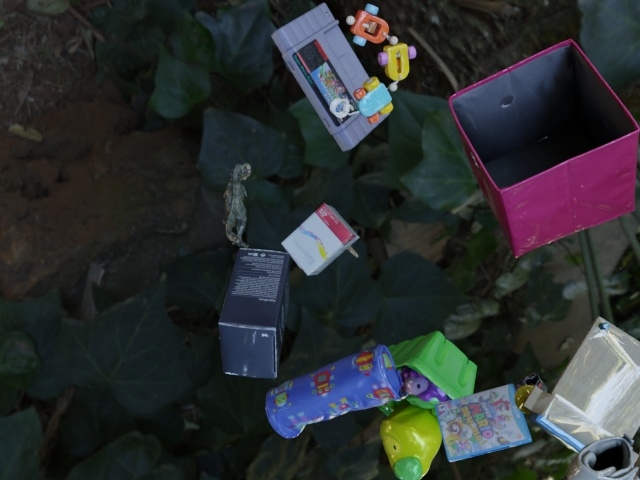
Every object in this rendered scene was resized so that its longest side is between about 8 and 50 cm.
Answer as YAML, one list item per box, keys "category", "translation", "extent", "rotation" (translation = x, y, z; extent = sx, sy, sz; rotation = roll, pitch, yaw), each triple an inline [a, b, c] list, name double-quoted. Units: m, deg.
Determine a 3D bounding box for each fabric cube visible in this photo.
- category: "fabric cube"
  translation: [0.426, -0.168, 1.237]
  extent: [0.259, 0.254, 0.258]
  rotation: [-24, 145, 10]

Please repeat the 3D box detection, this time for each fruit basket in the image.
- category: "fruit basket"
  translation: [0.252, 0.484, 1.861]
  extent: [0.283, 0.392, 0.392]
  rotation: [43, 110, -8]

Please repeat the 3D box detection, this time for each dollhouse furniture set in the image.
- category: "dollhouse furniture set"
  translation: [0.492, 0.229, 1.017]
  extent: [0.286, 0.303, 0.198]
  rotation: [-56, 171, -9]

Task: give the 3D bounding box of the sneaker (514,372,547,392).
- category: "sneaker"
  translation: [0.455, 0.314, 1.368]
  extent: [0.158, 0.061, 0.065]
  rotation: [-1, 127, -52]

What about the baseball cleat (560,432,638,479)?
- category: "baseball cleat"
  translation: [0.229, 0.262, 0.612]
  extent: [0.206, 0.072, 0.109]
  rotation: [-41, 140, -25]

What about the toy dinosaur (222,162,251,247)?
- category: "toy dinosaur"
  translation: [-0.183, -0.054, 1.382]
  extent: [0.064, 0.268, 0.118]
  rotation: [1, 134, -6]

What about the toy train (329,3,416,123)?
- category: "toy train"
  translation: [0.072, -0.264, 0.971]
  extent: [0.125, 0.046, 0.166]
  rotation: [10, 111, -24]

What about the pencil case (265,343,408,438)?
- category: "pencil case"
  translation: [0.034, 0.329, 1.390]
  extent: [0.306, 0.119, 0.133]
  rotation: [-25, 136, 18]

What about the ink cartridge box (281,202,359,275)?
- category: "ink cartridge box"
  translation: [0.000, 0.000, 1.868]
  extent: [0.176, 0.127, 0.128]
  rotation: [-43, 170, 8]

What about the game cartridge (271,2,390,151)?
- category: "game cartridge"
  translation: [0.037, -0.437, 1.714]
  extent: [0.068, 0.230, 0.355]
  rotation: [-21, 109, 41]

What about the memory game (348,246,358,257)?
- category: "memory game"
  translation: [0.064, -0.008, 2.193]
  extent: [0.012, 0.186, 0.186]
  rotation: [-46, 139, 3]

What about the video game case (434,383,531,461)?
- category: "video game case"
  translation: [0.323, 0.365, 1.289]
  extent: [0.166, 0.119, 0.015]
  rotation: [-19, 142, 13]

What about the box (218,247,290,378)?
- category: "box"
  translation: [-0.125, 0.141, 1.264]
  extent: [0.108, 0.207, 0.153]
  rotation: [6, 131, 3]
